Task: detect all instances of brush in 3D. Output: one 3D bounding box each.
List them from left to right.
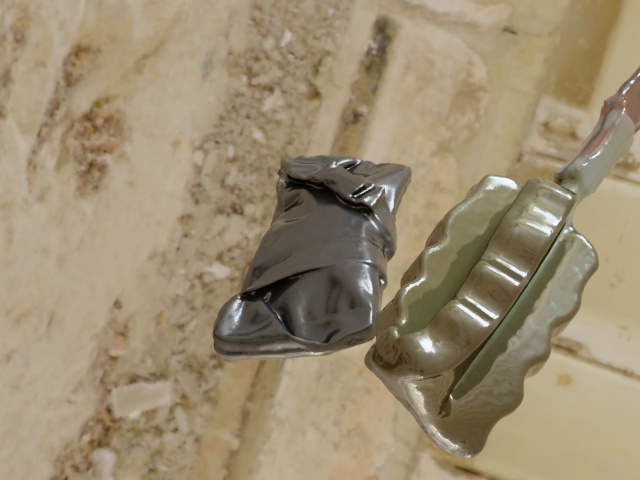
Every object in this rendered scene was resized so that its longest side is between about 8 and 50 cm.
[{"bbox_3d":[0.126,-0.024,0.516,0.301,0.071,0.084,-51,126,-26],"label":"brush"}]

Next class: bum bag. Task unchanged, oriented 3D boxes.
[{"bbox_3d":[0.000,0.000,0.756,0.248,0.123,0.060,-79,157,-47],"label":"bum bag"}]
